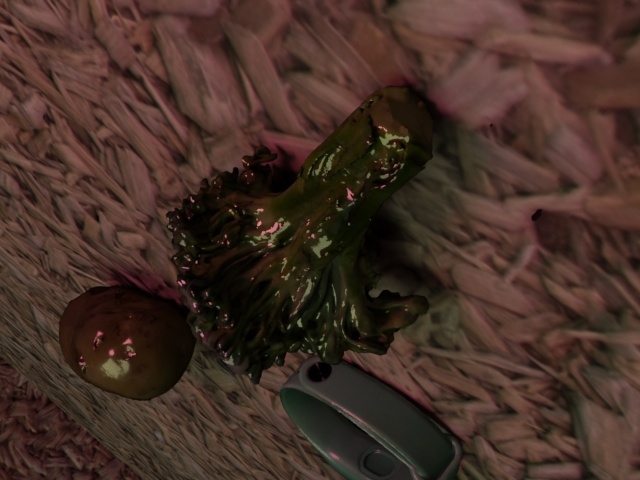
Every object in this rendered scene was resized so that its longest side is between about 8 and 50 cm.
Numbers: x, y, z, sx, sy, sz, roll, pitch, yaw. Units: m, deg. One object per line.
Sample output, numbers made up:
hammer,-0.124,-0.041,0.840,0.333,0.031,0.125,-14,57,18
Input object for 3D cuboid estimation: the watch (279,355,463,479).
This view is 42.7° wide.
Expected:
watch,0.059,0.223,0.937,0.237,0.068,0.195,23,146,39

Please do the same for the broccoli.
broccoli,0.008,0.016,0.620,0.274,0.177,0.199,-19,112,45

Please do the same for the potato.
potato,-0.275,0.143,1.156,0.165,0.165,0.262,52,157,-21
